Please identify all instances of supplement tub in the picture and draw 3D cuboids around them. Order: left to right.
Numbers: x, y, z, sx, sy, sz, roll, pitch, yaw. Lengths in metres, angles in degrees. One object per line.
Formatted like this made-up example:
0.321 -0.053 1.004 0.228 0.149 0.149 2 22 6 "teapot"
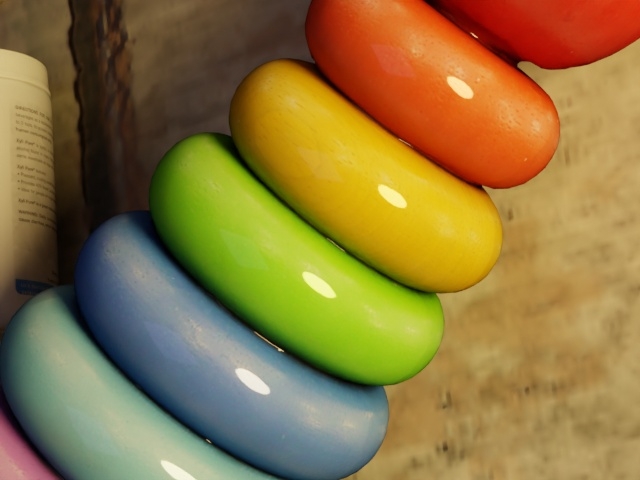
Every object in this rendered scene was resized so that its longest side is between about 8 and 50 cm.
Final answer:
-0.137 -0.014 0.675 0.071 0.071 0.107 -11 76 34 "supplement tub"

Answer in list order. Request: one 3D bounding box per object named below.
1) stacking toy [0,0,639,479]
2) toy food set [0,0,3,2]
0.000 0.000 0.555 0.141 0.141 0.330 43 101 32 "stacking toy"
-0.162 -0.136 0.744 0.122 0.019 0.078 33 103 26 "toy food set"
